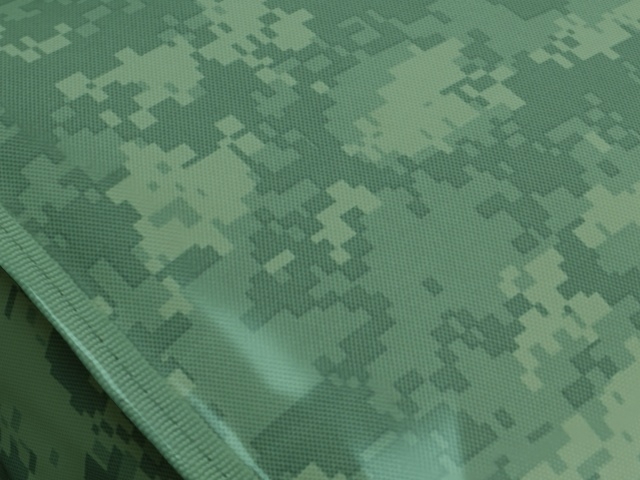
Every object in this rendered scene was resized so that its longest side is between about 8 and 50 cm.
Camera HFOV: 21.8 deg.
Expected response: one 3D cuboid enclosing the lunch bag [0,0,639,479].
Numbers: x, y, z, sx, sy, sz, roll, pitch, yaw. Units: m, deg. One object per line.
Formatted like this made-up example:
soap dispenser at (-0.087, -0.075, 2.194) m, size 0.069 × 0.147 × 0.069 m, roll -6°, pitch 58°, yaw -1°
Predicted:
lunch bag at (0.000, 0.000, 0.494) m, size 0.235 × 0.169 × 0.287 m, roll -32°, pitch 66°, yaw -30°
